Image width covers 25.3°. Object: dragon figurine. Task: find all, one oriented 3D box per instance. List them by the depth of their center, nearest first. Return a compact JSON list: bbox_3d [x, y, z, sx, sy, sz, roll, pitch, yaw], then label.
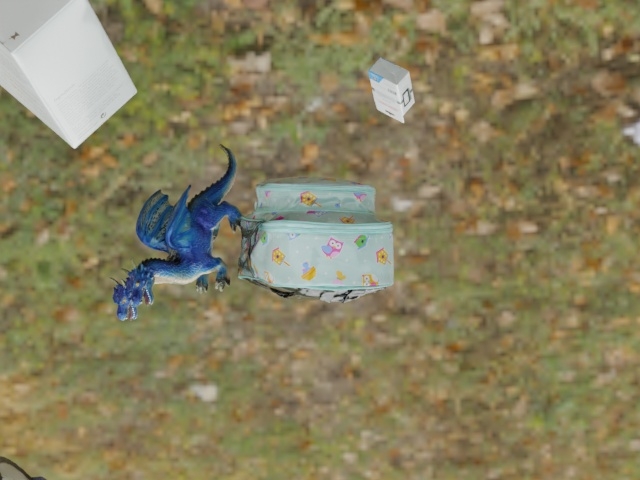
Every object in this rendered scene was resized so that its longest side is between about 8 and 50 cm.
[{"bbox_3d":[-0.181,-0.021,1.872,0.144,0.289,0.085,28,158,-36],"label":"dragon figurine"}]

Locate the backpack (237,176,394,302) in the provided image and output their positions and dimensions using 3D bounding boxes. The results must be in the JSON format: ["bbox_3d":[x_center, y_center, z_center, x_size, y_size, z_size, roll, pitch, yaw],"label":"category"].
[{"bbox_3d":[0.000,0.000,1.609,0.166,0.144,0.188,3,-170,-16],"label":"backpack"}]

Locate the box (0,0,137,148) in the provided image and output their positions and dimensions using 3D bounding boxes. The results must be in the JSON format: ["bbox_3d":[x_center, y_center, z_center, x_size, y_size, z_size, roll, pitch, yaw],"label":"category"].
[{"bbox_3d":[-0.275,-0.195,1.398,0.130,0.091,0.170,40,166,27],"label":"box"}]

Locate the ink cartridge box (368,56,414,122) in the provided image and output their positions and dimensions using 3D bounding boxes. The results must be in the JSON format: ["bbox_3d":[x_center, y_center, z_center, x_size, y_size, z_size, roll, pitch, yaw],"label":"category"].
[{"bbox_3d":[0.094,-0.195,1.862,0.048,0.028,0.083,31,158,26],"label":"ink cartridge box"}]

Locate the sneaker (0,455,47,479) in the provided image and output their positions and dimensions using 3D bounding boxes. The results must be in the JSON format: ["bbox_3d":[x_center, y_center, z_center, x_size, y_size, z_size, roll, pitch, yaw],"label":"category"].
[{"bbox_3d":[-0.080,0.158,0.559,0.127,0.182,0.315,-35,172,29],"label":"sneaker"}]
